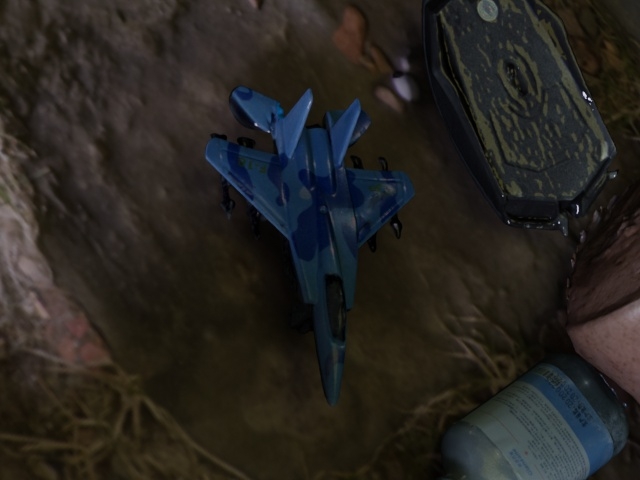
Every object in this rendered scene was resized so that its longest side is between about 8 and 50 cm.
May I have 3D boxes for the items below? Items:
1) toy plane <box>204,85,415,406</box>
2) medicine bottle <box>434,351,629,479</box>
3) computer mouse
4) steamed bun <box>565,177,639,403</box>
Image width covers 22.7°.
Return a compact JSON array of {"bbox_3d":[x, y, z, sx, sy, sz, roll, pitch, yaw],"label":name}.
[{"bbox_3d":[-0.004,0.003,1.135,0.169,0.078,0.246,8,68,-26],"label":"toy plane"},{"bbox_3d":[0.136,0.157,1.143,0.208,0.054,0.090,-29,79,-38],"label":"medicine bottle"},{"bbox_3d":[0.150,-0.109,1.288,0.126,0.071,0.231,-25,88,-24],"label":"computer mouse"},{"bbox_3d":[0.346,0.024,1.227,0.251,0.199,0.301,40,41,-4],"label":"steamed bun"}]
